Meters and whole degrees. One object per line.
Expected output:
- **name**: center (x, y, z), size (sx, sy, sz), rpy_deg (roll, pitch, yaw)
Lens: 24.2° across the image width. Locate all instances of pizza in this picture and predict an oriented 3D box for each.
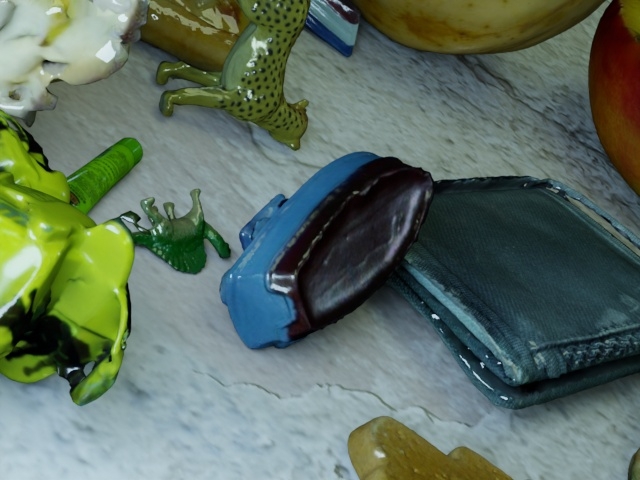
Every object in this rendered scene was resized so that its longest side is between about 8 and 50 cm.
- **pizza**: center (-0.154, -0.265, 1.330), size (0.323, 0.089, 0.223), rpy_deg (35, 32, -5)

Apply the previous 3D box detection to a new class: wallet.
- **wallet**: center (0.174, 0.034, 1.274), size (0.342, 0.075, 0.237), rpy_deg (-8, 46, -50)

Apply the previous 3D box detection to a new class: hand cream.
- **hand cream**: center (-0.161, -0.043, 1.058), size (0.036, 0.023, 0.122), rpy_deg (48, 30, -6)

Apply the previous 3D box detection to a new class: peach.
- **peach**: center (0.444, -0.152, 1.673), size (0.306, 0.242, 0.380), rpy_deg (19, 41, 9)

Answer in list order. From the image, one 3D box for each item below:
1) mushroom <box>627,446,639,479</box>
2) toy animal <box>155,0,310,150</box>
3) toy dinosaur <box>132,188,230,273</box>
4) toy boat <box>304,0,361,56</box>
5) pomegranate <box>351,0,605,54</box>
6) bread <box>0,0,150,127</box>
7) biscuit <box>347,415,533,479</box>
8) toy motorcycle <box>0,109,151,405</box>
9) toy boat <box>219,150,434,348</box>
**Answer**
- **mushroom**: center (0.308, 0.075, 1.243), size (0.043, 0.068, 0.306), rpy_deg (19, 65, 6)
- **toy animal**: center (-0.052, -0.170, 1.221), size (0.136, 0.181, 0.073), rpy_deg (11, 18, -20)
- **toy dinosaur**: center (-0.108, -0.001, 1.060), size (0.120, 0.029, 0.060), rpy_deg (-18, 77, -54)
- **toy boat**: center (-0.043, -0.274, 1.508), size (0.229, 0.046, 0.080), rpy_deg (43, 26, 13)
- **pomegranate**: center (0.191, -0.365, 1.535), size (0.410, 0.410, 0.410), rpy_deg (28, 30, -18)
- **bread**: center (-0.308, -0.262, 0.995), size (0.361, 0.250, 0.394), rpy_deg (27, 27, -27)
- **biscuit**: center (0.118, 0.208, 0.990), size (0.239, 0.041, 0.212), rpy_deg (14, 30, -36)
- **toy motorcycle**: center (-0.216, 0.024, 0.782), size (0.206, 0.142, 0.342), rpy_deg (36, 27, 11)
- **toy boat**: center (0.000, 0.000, 1.096), size (0.223, 0.097, 0.100), rpy_deg (-44, 126, -45)
